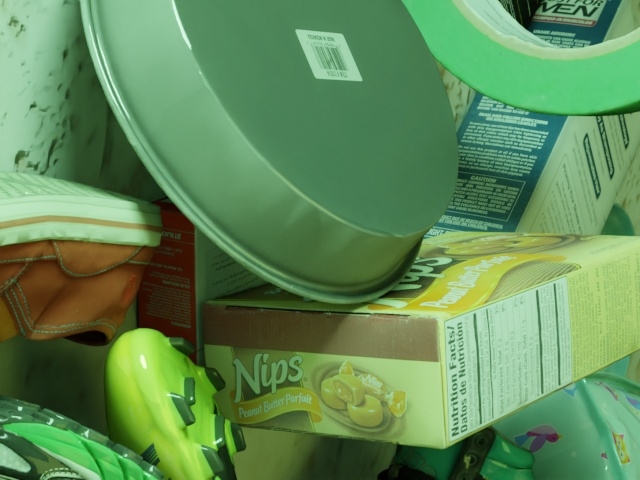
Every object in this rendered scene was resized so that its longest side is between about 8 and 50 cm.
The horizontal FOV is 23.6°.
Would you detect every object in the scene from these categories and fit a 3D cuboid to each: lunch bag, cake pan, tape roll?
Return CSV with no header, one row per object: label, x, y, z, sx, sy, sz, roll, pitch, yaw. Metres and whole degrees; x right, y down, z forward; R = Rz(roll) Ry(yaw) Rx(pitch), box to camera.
lunch bag,0.229,0.228,1.447,0.262,0.223,0.160,12,54,-59
cake pan,-0.016,-0.104,0.935,0.293,0.054,0.293,32,42,-34
tape roll,0.202,-0.254,1.160,0.077,0.321,0.321,-6,105,-60

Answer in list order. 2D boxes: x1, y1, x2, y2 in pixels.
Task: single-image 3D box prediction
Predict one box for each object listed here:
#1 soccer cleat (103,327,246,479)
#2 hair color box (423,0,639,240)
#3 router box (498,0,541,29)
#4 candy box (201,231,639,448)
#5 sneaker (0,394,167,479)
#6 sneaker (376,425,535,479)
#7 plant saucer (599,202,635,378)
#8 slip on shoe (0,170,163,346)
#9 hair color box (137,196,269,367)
soccer cleat,-0.101,0.163,0.965,0.289,0.121,0.093,74,8,-49
hair color box,0.201,-0.059,1.446,0.347,0.105,0.174,-61,146,-29
router box,0.155,-0.265,1.357,0.133,0.046,0.179,-61,146,-31
candy box,0.088,0.057,1.062,0.316,0.183,0.087,-16,103,-53
sneaker,-0.150,0.215,0.885,0.146,0.134,0.343,-56,144,-35
sneaker,0.067,0.200,1.224,0.295,0.124,0.178,6,96,-40
plant saucer,0.284,0.111,1.717,0.317,0.044,0.317,-26,121,-55
slip on shoe,-0.191,0.016,0.771,0.331,0.123,0.101,3,100,-66
hair color box,-0.077,0.050,1.041,0.093,0.053,0.167,-24,118,-55
